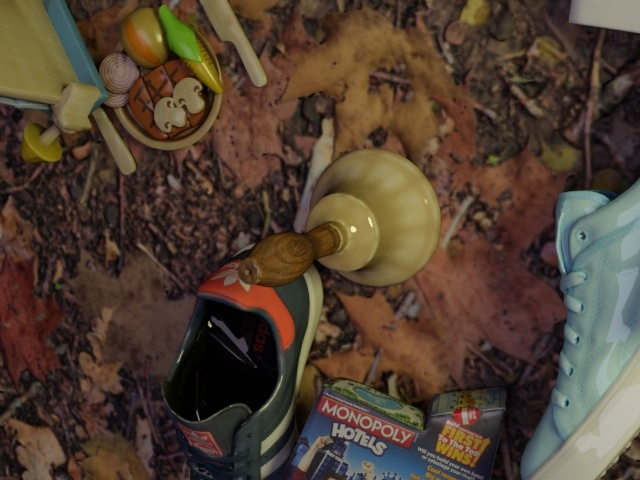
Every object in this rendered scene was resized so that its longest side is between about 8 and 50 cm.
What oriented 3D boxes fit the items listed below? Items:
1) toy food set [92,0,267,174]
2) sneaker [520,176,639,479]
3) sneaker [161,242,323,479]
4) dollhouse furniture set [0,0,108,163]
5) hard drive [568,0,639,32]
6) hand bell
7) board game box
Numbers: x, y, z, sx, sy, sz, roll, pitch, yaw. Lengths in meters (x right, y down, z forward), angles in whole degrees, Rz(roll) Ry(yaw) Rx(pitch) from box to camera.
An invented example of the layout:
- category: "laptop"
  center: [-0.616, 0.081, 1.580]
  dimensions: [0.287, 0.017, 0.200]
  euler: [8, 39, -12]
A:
- category: "toy food set"
  center: [-0.152, -0.148, 1.128]
  dimensions: [0.192, 0.038, 0.132]
  euler: [-31, 87, 26]
- category: "sneaker"
  center: [0.233, 0.034, 0.947]
  dimensions: [0.150, 0.135, 0.366]
  euler: [33, 101, 16]
- category: "sneaker"
  center: [-0.086, 0.180, 1.103]
  dimensions: [0.131, 0.148, 0.350]
  euler: [9, 104, 23]
- category: "dollhouse furniture set"
  center: [-0.394, -0.189, 1.090]
  dimensions: [0.198, 0.286, 0.303]
  euler: [-36, 73, 26]
- category: "hard drive"
  center: [0.304, -0.314, 0.844]
  dimensions: [0.233, 0.047, 0.353]
  euler: [20, 109, 43]
- category: "hand bell"
  center: [0.000, 0.000, 0.976]
  dimensions: [0.126, 0.242, 0.126]
  euler: [5, 101, 23]
- category: "board game box"
  center: [0.076, 0.197, 1.064]
  dimensions: [0.194, 0.060, 0.194]
  euler: [25, 105, 2]
